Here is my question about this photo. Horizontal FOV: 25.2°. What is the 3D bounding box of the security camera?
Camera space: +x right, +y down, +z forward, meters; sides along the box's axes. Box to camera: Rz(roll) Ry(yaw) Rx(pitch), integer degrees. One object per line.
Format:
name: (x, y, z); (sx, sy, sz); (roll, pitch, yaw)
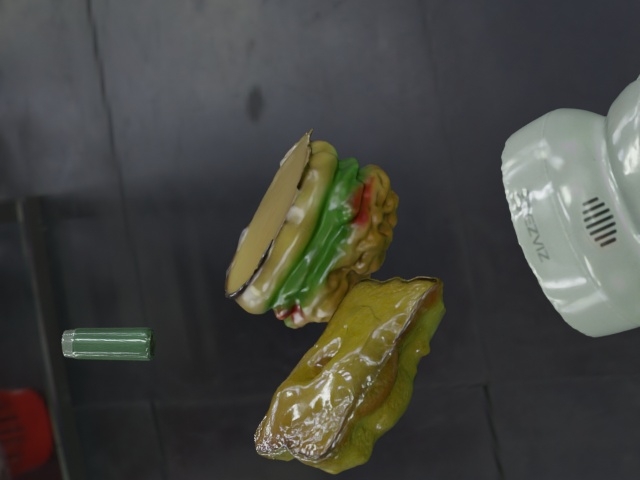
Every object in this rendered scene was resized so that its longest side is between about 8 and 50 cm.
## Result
security camera: (0.282, -0.046, 1.112); (0.236, 0.194, 0.194); (-26, 75, 27)

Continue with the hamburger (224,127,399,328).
hamburger: (0.000, 0.000, 1.643); (0.237, 0.149, 0.237); (-60, 13, 23)

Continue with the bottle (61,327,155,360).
bottle: (-0.196, 0.096, 1.324); (0.030, 0.083, 0.030); (0, -90, -86)

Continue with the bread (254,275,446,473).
bread: (0.036, 0.140, 1.459); (0.088, 0.233, 0.161); (46, 157, -15)
